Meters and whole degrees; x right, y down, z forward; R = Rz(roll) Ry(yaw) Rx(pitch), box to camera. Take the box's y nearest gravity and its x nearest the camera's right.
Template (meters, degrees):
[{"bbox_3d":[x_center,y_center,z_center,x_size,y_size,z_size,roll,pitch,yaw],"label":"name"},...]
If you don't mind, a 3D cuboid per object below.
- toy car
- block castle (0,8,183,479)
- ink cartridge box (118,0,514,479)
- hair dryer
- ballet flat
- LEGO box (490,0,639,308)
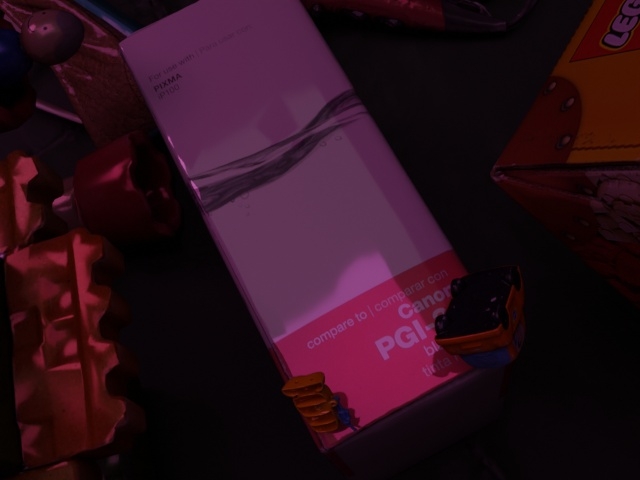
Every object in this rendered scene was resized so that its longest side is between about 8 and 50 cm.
[{"bbox_3d":[0.046,0.055,0.463,0.122,0.060,0.040,-22,112,14],"label":"toy car"},{"bbox_3d":[-0.158,0.105,0.557,0.213,0.303,0.453,-17,68,11],"label":"block castle"},{"bbox_3d":[0.000,0.000,0.611,0.117,0.207,0.283,-28,69,-2],"label":"ink cartridge box"},{"bbox_3d":[0.012,-0.202,0.748,0.293,0.080,0.223,-40,68,-5],"label":"hair dryer"},{"bbox_3d":[-0.245,-0.188,0.792,0.342,0.116,0.124,43,103,17],"label":"ballet flat"},{"bbox_3d":[0.382,-0.132,0.495,0.372,0.193,0.500,37,78,-23],"label":"LEGO box"}]
